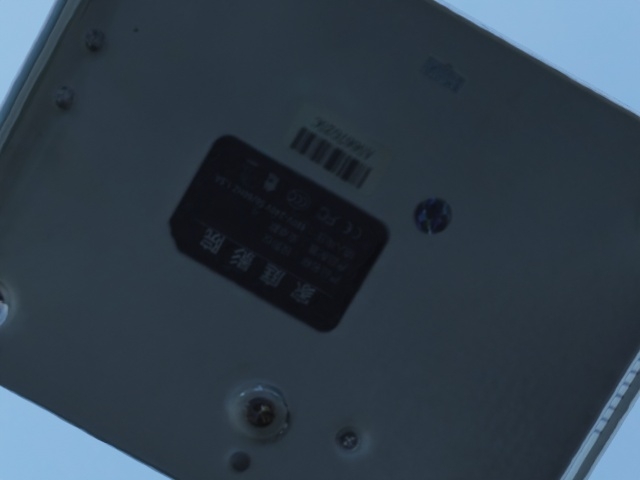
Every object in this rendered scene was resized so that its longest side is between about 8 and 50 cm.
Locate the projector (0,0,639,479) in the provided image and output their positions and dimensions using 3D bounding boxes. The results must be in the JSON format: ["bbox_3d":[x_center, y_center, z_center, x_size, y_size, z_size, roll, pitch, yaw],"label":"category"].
[{"bbox_3d":[0.000,0.000,0.624,0.198,0.250,0.108,-60,-176,10],"label":"projector"}]
